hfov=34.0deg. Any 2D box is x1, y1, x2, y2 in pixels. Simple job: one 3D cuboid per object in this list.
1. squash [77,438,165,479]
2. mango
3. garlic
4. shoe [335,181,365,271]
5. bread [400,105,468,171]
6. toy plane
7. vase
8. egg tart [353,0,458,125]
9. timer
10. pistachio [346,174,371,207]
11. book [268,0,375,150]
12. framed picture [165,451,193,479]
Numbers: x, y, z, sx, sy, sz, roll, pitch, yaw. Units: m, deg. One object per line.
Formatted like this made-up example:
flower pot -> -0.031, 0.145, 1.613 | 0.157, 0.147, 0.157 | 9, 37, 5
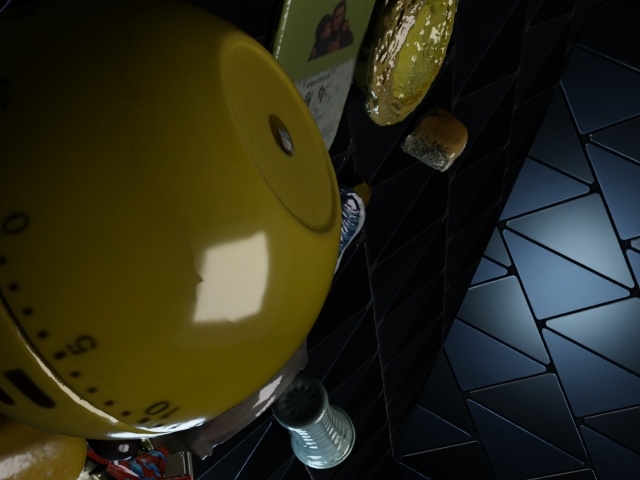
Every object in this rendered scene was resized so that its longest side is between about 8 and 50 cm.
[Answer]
squash -> -0.268, 0.358, 1.366 | 0.237, 0.155, 0.204 | -52, 162, -26
mango -> -0.326, 0.229, 1.097 | 0.137, 0.098, 0.195 | -61, 156, 5
garlic -> -0.124, 0.183, 1.427 | 0.292, 0.210, 0.237 | -47, 153, -17
shoe -> 0.000, 0.000, 1.680 | 0.106, 0.091, 0.207 | -42, 158, -60
bread -> 0.226, -0.198, 2.008 | 0.125, 0.106, 0.082 | -43, 155, -52
toy plane -> -0.244, 0.299, 1.328 | 0.061, 0.189, 0.130 | -43, -150, 34
vase -> -0.017, 0.363, 2.134 | 0.143, 0.143, 0.299 | -57, 160, -16
egg tart -> 0.123, -0.309, 1.571 | 0.279, 0.095, 0.279 | -53, 157, -35
timer -> -0.187, -0.002, 0.810 | 0.387, 0.376, 0.376 | -21, 176, 21
pistachio -> 0.043, -0.050, 1.804 | 0.173, 0.049, 0.089 | -52, 160, -31
book -> -0.013, -0.227, 1.393 | 0.239, 0.035, 0.352 | -36, 150, -51
framed picture -> -0.252, 0.437, 1.579 | 0.211, 0.020, 0.289 | -34, 127, -57
